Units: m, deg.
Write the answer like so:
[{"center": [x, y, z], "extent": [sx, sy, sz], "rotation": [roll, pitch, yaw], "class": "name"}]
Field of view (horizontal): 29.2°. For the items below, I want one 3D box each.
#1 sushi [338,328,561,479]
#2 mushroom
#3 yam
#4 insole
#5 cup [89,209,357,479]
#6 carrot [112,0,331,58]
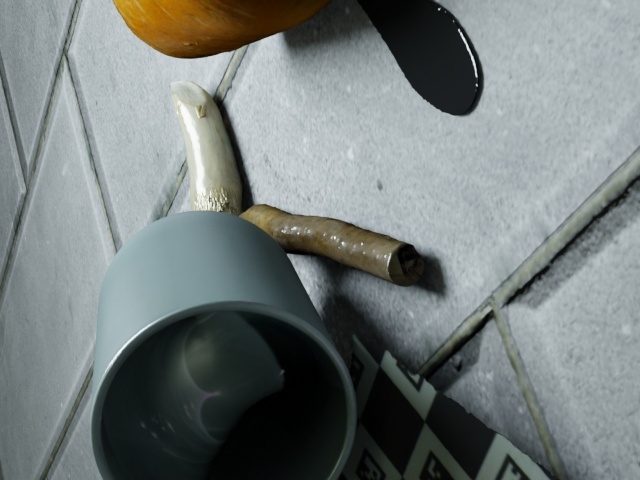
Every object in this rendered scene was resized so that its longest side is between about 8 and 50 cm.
[{"center": [0.125, 0.274, 0.955], "extent": [0.320, 0.068, 0.339], "rotation": [33, 126, 48], "class": "sushi"}, {"center": [-0.129, -0.088, 1.384], "extent": [0.084, 0.071, 0.209], "rotation": [67, -172, -70], "class": "mushroom"}, {"center": [0.000, 0.000, 1.152], "extent": [0.327, 0.045, 0.045], "rotation": [-164, 78, -64], "class": "yam"}, {"center": [0.072, -0.177, 1.009], "extent": [0.232, 0.003, 0.080], "rotation": [-122, 35, -43], "class": "insole"}, {"center": [-0.096, 0.096, 1.076], "extent": [0.312, 0.205, 0.205], "rotation": [-117, 28, -69], "class": "cup"}, {"center": [-0.070, -0.275, 1.057], "extent": [0.331, 0.193, 0.214], "rotation": [9, 126, 65], "class": "carrot"}]
